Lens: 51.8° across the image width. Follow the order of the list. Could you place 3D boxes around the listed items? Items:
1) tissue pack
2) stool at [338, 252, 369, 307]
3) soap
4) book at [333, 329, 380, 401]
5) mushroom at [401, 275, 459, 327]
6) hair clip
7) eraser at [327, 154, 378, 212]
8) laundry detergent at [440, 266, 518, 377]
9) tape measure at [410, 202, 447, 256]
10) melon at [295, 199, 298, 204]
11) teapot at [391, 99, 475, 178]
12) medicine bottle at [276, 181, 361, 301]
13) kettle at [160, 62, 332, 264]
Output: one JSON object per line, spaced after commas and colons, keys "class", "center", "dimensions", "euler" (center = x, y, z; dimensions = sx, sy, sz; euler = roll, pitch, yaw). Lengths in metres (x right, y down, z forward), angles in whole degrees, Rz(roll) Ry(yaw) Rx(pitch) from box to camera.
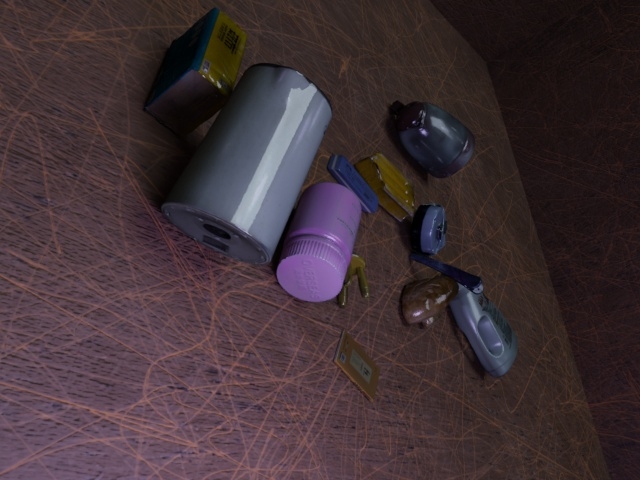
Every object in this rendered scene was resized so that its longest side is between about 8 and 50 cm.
{"class": "tissue pack", "center": [-0.286, -0.399, 1.564], "dimensions": [0.134, 0.192, 0.270], "euler": [39, 40, -32]}
{"class": "stool", "center": [0.068, 0.105, 1.800], "dimensions": [0.135, 0.134, 0.110], "euler": [6, 57, -2]}
{"class": "soap", "center": [0.224, -0.197, 2.271], "dimensions": [0.257, 0.080, 0.160], "euler": [37, 39, -36]}
{"class": "book", "center": [0.101, 0.336, 1.774], "dimensions": [0.172, 0.012, 0.118], "euler": [50, 34, -21]}
{"class": "mushroom", "center": [0.374, 0.185, 2.151], "dimensions": [0.286, 0.151, 0.156], "euler": [-25, 88, -59]}
{"class": "hair clip", "center": [0.419, 0.096, 2.217], "dimensions": [0.048, 0.275, 0.083], "euler": [-57, 153, -9]}
{"class": "eraser", "center": [0.107, -0.182, 2.131], "dimensions": [0.225, 0.036, 0.082], "euler": [48, 37, -25]}
{"class": "laundry detergent", "center": [0.563, 0.278, 2.392], "dimensions": [0.398, 0.125, 0.264], "euler": [54, 34, -13]}
{"class": "tape measure", "center": [0.384, -0.037, 2.321], "dimensions": [0.181, 0.107, 0.182], "euler": [-43, 137, -54]}
{"class": "melon", "center": [-0.129, -0.084, 1.703], "dimensions": [0.098, 0.054, 0.182], "euler": [46, 35, -17]}
{"class": "teapot", "center": [0.415, -0.441, 2.628], "dimensions": [0.312, 0.233, 0.315], "euler": [35, 12, -31]}
{"class": "medicine bottle", "center": [0.000, 0.000, 1.708], "dimensions": [0.178, 0.178, 0.290], "euler": [46, 37, -27]}
{"class": "kettle", "center": [-0.149, -0.153, 1.465], "dimensions": [0.250, 0.361, 0.376], "euler": [24, 72, 2]}
